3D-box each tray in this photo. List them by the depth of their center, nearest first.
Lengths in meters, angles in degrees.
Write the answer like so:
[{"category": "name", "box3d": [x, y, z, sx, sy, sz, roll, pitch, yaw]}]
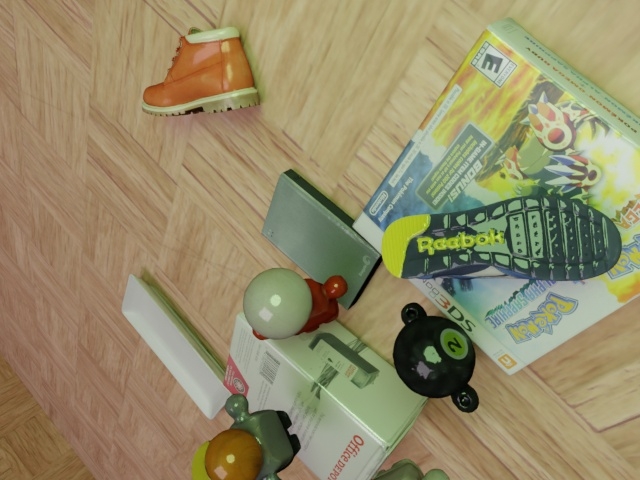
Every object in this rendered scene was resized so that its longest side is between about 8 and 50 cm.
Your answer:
[{"category": "tray", "box3d": [-0.252, 0.185, 0.865, 0.270, 0.030, 0.145, 47, 137, 10]}]

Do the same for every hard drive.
[{"category": "hard drive", "box3d": [0.000, 0.000, 0.522, 0.135, 0.022, 0.094, 40, 136, 16]}]

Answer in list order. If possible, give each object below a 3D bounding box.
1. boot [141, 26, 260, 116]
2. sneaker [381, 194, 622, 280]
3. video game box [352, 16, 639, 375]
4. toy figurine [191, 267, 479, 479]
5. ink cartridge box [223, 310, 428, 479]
[{"category": "boot", "box3d": [-0.135, -0.175, 0.517, 0.158, 0.059, 0.084, 2, 113, 33]}, {"category": "sneaker", "box3d": [0.117, 0.001, 0.329, 0.144, 0.059, 0.053, 0, 84, 25]}, {"category": "video game box", "box3d": [0.140, -0.017, 0.365, 0.187, 0.048, 0.205, 42, 137, 11]}, {"category": "toy figurine", "box3d": [0.017, 0.140, 0.422, 0.213, 0.148, 0.209, 18, 84, 19]}, {"category": "ink cartridge box", "box3d": [-0.004, 0.179, 0.587, 0.218, 0.092, 0.158, 38, 135, 21]}]
